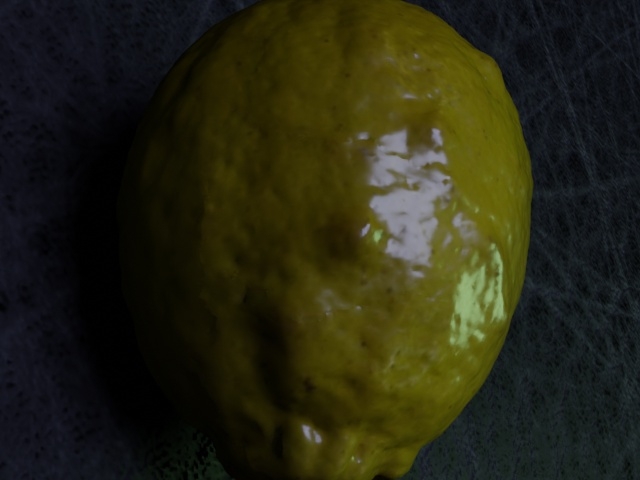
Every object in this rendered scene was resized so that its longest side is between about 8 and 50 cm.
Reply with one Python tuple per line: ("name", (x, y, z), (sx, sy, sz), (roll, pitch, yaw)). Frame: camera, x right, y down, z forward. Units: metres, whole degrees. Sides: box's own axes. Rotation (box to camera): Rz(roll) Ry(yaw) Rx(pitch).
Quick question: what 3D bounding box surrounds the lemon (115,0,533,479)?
("lemon", (0.000, -0.007, 0.821), (0.316, 0.285, 0.285), (-48, 112, -24))
